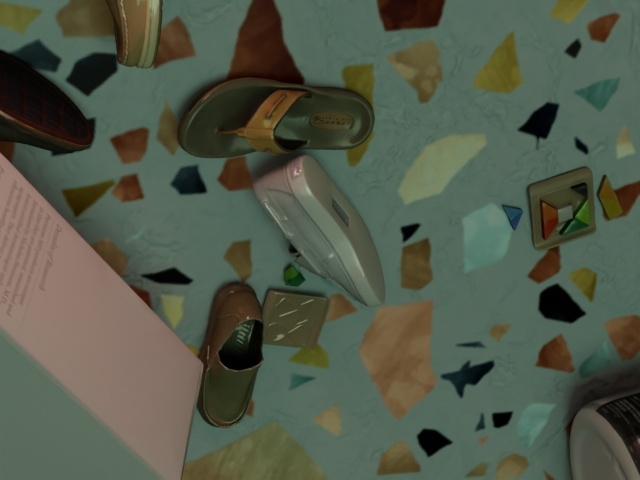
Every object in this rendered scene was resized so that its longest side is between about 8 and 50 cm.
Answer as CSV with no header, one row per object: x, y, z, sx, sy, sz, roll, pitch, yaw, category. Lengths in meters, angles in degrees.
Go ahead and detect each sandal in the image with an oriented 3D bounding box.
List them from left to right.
-0.032,-0.099,1.270,0.180,0.049,0.072,-1,116,-21,sandal

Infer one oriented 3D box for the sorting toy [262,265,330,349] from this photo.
-0.023,0.062,1.378,0.062,0.012,0.083,10,115,-20,sorting toy

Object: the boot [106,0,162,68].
-0.208,-0.225,1.122,0.165,0.077,0.213,-12,114,-16,boot

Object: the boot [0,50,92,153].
-0.295,-0.099,1.170,0.219,0.082,0.106,24,126,-33,boot

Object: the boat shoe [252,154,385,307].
0.000,0.000,1.330,0.063,0.066,0.184,-17,138,21,boat shoe

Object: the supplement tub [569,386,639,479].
0.435,0.219,1.529,0.316,0.193,0.194,-14,120,-13,supplement tub

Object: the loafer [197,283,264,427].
-0.083,0.114,1.359,0.056,0.050,0.148,-3,116,-20,loafer

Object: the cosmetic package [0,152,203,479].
-0.290,0.070,1.155,0.217,0.156,0.385,-21,129,23,cosmetic package

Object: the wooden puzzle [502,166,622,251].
0.236,-0.029,1.430,0.116,0.014,0.078,-24,122,-8,wooden puzzle
